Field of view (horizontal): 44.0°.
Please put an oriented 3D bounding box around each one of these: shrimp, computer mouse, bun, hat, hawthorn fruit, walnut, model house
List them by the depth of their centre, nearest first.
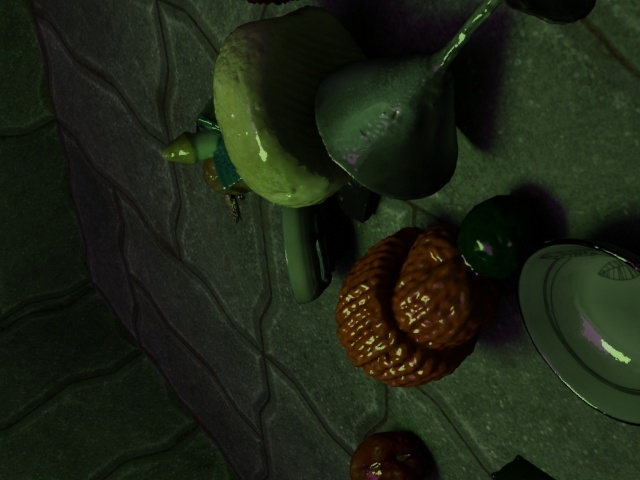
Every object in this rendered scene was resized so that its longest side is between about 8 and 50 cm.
[{"bbox_3d":[0.231,0.095,1.366,0.400,0.285,0.285,-25,91,48],"label":"hat"},{"bbox_3d":[-0.049,-0.225,1.382,0.227,0.349,0.352,-17,75,44],"label":"bun"},{"bbox_3d":[-0.160,-0.189,1.596,0.194,0.325,0.267,112,141,-65],"label":"model house"},{"bbox_3d":[0.070,-0.126,1.597,0.122,0.073,0.217,52,153,25],"label":"computer mouse"},{"bbox_3d":[0.168,0.539,1.890,0.179,0.179,0.200,56,154,12],"label":"hawthorn fruit"},{"bbox_3d":[-0.214,-0.185,1.957,0.167,0.149,0.166,13,137,13],"label":"walnut"},{"bbox_3d":[-0.234,-0.104,2.174,0.091,0.025,0.127,18,126,51],"label":"shrimp"}]

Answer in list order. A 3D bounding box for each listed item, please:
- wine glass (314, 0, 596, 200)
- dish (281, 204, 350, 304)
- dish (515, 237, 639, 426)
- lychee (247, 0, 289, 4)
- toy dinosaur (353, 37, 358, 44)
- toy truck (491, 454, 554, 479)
[{"bbox_3d":[0.177,-0.264,1.126,0.267,0.267,0.406,57,148,11],"label":"wine glass"},{"bbox_3d":[0.000,0.000,1.755,0.273,0.134,0.273,-6,-90,-83],"label":"dish"},{"bbox_3d":[0.437,0.114,1.160,0.316,0.106,0.316,42,148,34],"label":"dish"},{"bbox_3d":[-0.093,-0.534,1.329,0.276,0.304,0.275,8,125,11],"label":"lychee"},{"bbox_3d":[0.011,-0.367,1.525,0.058,0.037,0.180,59,157,-9],"label":"toy dinosaur"},{"bbox_3d":[0.450,0.539,1.514,0.259,0.088,0.121,31,138,47],"label":"toy truck"}]
